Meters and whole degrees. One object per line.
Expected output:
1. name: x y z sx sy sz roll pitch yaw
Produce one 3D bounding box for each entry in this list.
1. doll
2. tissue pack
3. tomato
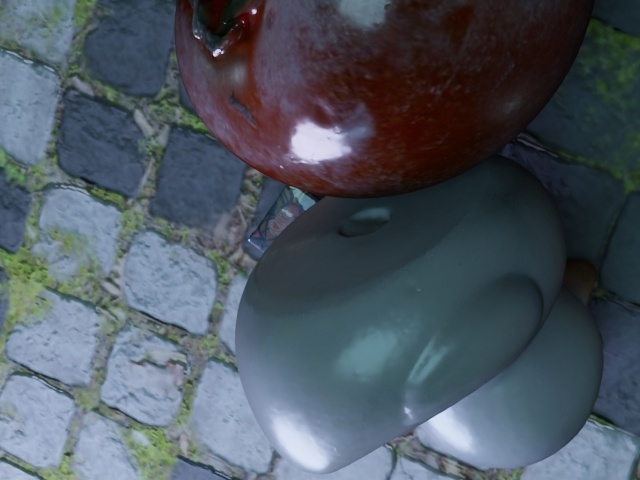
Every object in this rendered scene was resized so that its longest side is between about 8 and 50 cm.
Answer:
1. doll: 0.074 0.066 0.891 0.221 0.251 0.221 42 153 27
2. tissue pack: 0.000 0.000 0.997 0.083 0.035 0.063 40 114 9
3. tomato: 0.040 -0.157 0.822 0.270 0.227 0.270 -1 89 61
